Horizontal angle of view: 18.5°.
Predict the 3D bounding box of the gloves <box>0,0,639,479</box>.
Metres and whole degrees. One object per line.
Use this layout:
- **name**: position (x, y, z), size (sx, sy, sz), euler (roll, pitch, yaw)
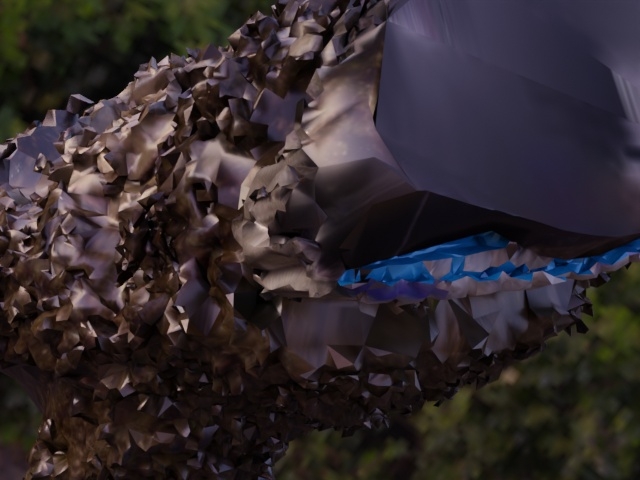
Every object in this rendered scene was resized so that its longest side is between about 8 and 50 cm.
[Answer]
- **gloves**: position (-0.006, -0.003, 0.593), size (0.210, 0.312, 0.135), euler (-43, 107, -25)
